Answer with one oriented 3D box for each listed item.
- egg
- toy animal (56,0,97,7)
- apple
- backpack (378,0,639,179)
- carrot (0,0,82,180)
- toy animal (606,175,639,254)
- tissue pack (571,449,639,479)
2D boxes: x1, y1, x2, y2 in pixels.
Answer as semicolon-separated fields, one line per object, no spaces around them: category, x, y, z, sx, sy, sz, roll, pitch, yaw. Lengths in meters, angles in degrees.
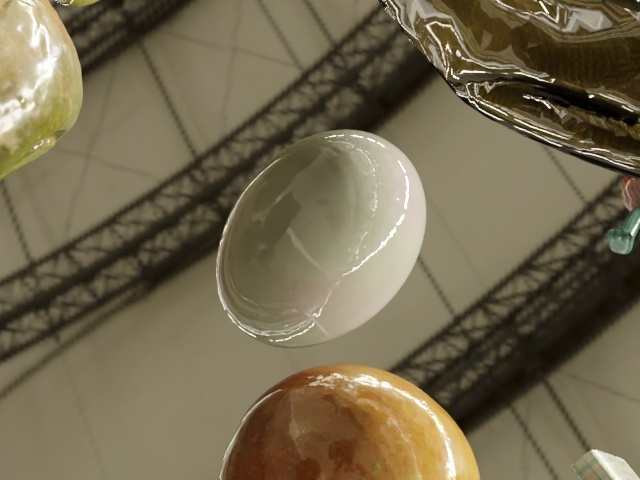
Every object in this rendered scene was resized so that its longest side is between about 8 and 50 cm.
egg;0.000;0.000;0.868;0.135;0.103;0.103;-50;-139;1
toy animal;-0.164;-0.238;0.895;0.191;0.338;0.216;26;-57;53
apple;0.028;0.244;1.428;0.253;0.253;0.254;-19;-114;49
backpack;0.062;-0.114;0.401;0.258;0.133;0.206;23;-38;60
carrot;-0.225;-0.153;0.706;0.138;0.138;0.302;-15;-73;50
toy animal;0.264;-0.064;1.076;0.103;0.100;0.208;10;-120;23
tissue pack;0.206;0.180;0.980;0.023;0.056;0.108;-46;-123;16
